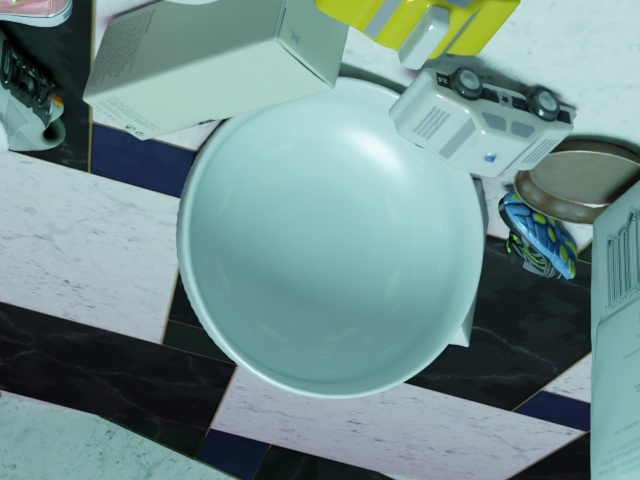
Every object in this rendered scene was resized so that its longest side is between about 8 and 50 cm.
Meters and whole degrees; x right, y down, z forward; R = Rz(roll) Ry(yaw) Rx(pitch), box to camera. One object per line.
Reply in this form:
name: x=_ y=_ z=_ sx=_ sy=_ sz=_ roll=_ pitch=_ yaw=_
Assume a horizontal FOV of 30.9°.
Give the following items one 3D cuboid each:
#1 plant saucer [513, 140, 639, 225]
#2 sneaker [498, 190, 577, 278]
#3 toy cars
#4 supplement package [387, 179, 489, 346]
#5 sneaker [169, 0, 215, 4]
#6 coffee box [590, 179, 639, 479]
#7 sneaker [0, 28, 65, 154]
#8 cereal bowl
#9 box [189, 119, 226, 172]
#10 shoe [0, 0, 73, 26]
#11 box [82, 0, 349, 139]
plant saucer: x=0.305 y=-0.068 z=1.314 sx=0.168 sy=0.029 sz=0.168 roll=10 pitch=156 yaw=5
sneaker: x=0.259 y=0.002 z=1.436 sx=0.078 sy=0.067 sz=0.188 roll=-9 pitch=151 yaw=27
toy cars: x=0.129 y=-0.154 z=1.109 sx=0.176 sy=0.087 sz=0.394 roll=-15 pitch=146 yaw=19
supplement package: x=0.138 y=0.024 z=1.406 sx=0.105 sy=0.179 sz=0.105 roll=5 pitch=154 yaw=19
sneaker: x=-0.214 y=-0.312 z=0.997 sx=0.292 sy=0.108 sz=0.169 roll=11 pitch=141 yaw=13
coffee box: x=0.497 y=0.097 z=1.168 sx=0.334 sy=0.338 sz=0.338 roll=12 pitch=156 yaw=-12
sneaker: x=-0.357 y=-0.182 z=1.337 sx=0.108 sy=0.100 sz=0.271 roll=2 pitch=160 yaw=-2
cereal bowl: x=0.000 y=0.000 z=1.268 sx=0.339 sy=0.339 sz=0.141 roll=20 pitch=170 yaw=-15
box: x=-0.046 y=-0.093 z=1.414 sx=0.184 sy=0.045 sz=0.190 roll=20 pitch=154 yaw=-19
shoe: x=-0.346 y=-0.267 z=1.182 sx=0.177 sy=0.064 sz=0.081 roll=6 pitch=149 yaw=10
box: x=-0.107 y=-0.189 z=1.166 sx=0.275 sy=0.113 sz=0.094 roll=-7 pitch=149 yaw=39
